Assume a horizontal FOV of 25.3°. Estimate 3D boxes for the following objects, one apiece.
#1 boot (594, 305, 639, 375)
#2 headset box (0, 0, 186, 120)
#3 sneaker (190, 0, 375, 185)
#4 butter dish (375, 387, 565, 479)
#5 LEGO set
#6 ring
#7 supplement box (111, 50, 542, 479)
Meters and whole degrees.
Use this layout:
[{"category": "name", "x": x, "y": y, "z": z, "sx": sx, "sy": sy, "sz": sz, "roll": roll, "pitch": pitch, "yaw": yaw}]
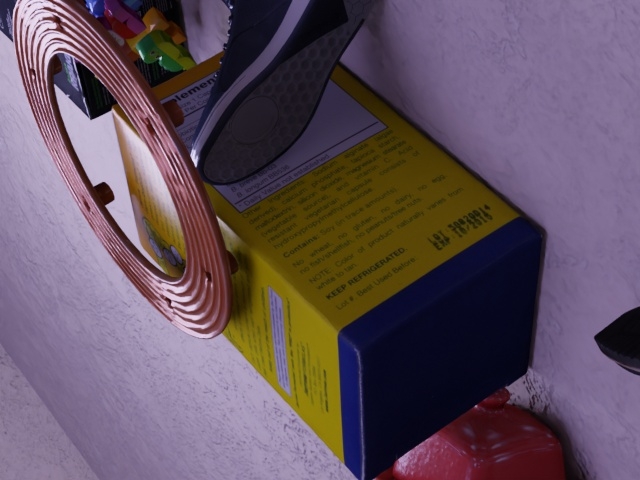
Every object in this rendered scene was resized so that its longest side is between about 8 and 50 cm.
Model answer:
[{"category": "boot", "x": 0.284, "y": 0.118, "z": 0.984, "sx": 0.198, "sy": 0.077, "sz": 0.137, "roll": 12, "pitch": 134, "yaw": 62}, {"category": "headset box", "x": -0.284, "y": -0.315, "z": 1.533, "sx": 0.283, "sy": 0.131, "sz": 0.246, "roll": 43, "pitch": 152, "yaw": 34}, {"category": "sneaker", "x": -0.064, "y": -0.167, "z": 1.191, "sx": 0.163, "sy": 0.226, "sz": 0.086, "roll": 38, "pitch": -175, "yaw": 41}, {"category": "butter dish", "x": 0.148, "y": 0.185, "z": 1.287, "sx": 0.160, "sy": 0.160, "sz": 0.118, "roll": 28, "pitch": 119, "yaw": 52}, {"category": "LEGO set", "x": -0.192, "y": -0.187, "z": 1.428, "sx": 0.087, "sy": 0.093, "sz": 0.227, "roll": 58, "pitch": -168, "yaw": 27}, {"category": "ring", "x": -0.166, "y": -0.067, "z": 1.226, "sx": 0.336, "sy": 0.032, "sz": 0.336, "roll": 45, "pitch": 154, "yaw": 29}, {"category": "supplement box", "x": 0.000, "y": 0.000, "z": 1.258, "sx": 0.356, "sy": 0.194, "sz": 0.195, "roll": 44, "pitch": 153, "yaw": 33}]
